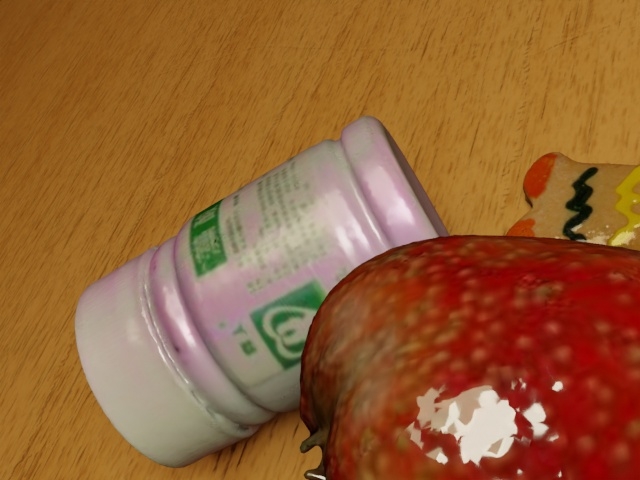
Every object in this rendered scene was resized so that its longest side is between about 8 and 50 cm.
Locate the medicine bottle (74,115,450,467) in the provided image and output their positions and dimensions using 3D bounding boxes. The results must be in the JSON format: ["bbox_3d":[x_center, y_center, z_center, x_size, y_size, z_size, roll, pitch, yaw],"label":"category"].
[{"bbox_3d":[-0.038,0.050,0.703,0.325,0.212,0.212,-30,42,13],"label":"medicine bottle"}]

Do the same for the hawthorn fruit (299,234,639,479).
[{"bbox_3d":[0.161,0.115,0.466,0.369,0.284,0.284,-19,44,8],"label":"hawthorn fruit"}]

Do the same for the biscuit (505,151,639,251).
[{"bbox_3d":[0.290,-0.033,0.663,0.250,0.036,0.165,0,56,37],"label":"biscuit"}]
